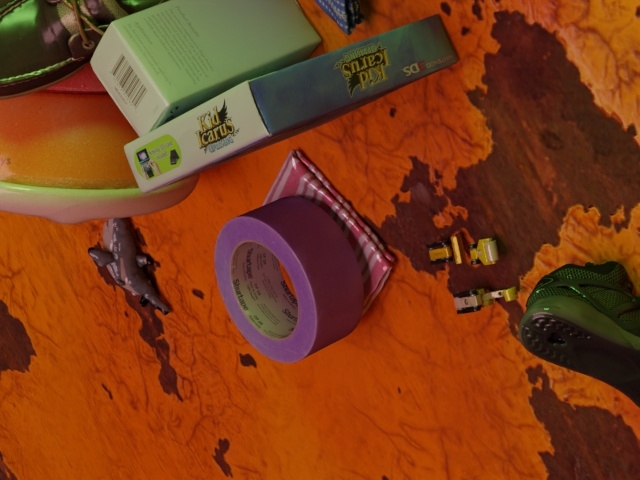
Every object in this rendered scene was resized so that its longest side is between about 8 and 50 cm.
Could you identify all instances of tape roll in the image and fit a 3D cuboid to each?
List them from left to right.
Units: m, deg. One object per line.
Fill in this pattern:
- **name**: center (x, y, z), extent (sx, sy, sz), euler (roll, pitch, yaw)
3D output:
- **tape roll**: center (-0.040, 0.047, 1.656), extent (0.189, 0.080, 0.189), euler (28, 130, 39)

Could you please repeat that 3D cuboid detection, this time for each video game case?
- **video game case**: center (-0.032, -0.141, 1.420), extent (0.244, 0.269, 0.061), euler (-17, 96, 52)

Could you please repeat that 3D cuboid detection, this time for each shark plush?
- **shark plush**: center (-0.273, 0.041, 1.992), extent (0.067, 0.073, 0.161), euler (-34, 79, 22)

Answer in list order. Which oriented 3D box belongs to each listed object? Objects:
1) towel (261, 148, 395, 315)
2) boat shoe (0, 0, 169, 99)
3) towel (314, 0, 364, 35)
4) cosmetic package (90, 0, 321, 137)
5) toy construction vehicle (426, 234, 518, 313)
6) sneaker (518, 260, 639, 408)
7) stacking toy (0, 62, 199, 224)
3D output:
- **towel**: center (0.000, 0.000, 1.668), extent (0.197, 0.029, 0.144), euler (49, 140, 17)
- **boat shoe**: center (-0.251, -0.268, 1.519), extent (0.123, 0.342, 0.123), euler (63, 167, -5)
- **towel**: center (-0.069, -0.375, 1.391), extent (0.243, 0.040, 0.336), euler (42, 165, 30)
- **cosmetic package**: center (-0.125, -0.210, 1.517), extent (0.117, 0.231, 0.085), euler (56, 142, 9)
- **toy construction vehicle**: center (0.168, 0.033, 1.495), extent (0.098, 0.035, 0.086), euler (-16, 89, 49)
- **sneaker**: center (0.308, 0.092, 1.334), extent (0.227, 0.130, 0.087), euler (25, 131, 1)
- **stacking toy**: center (-0.305, -0.283, 1.681), extent (0.350, 0.350, 0.480), euler (21, 110, 41)
